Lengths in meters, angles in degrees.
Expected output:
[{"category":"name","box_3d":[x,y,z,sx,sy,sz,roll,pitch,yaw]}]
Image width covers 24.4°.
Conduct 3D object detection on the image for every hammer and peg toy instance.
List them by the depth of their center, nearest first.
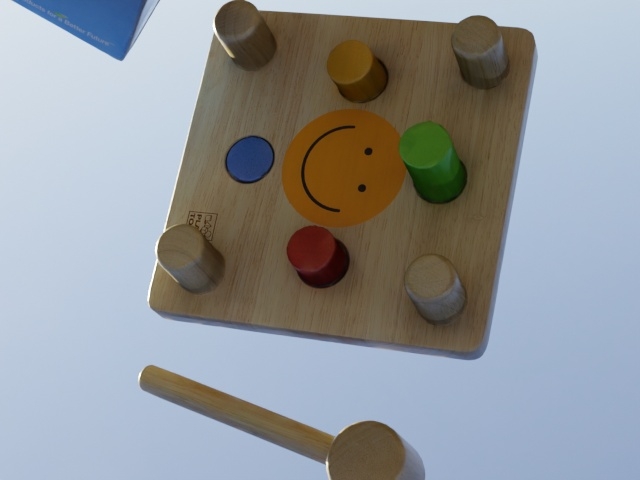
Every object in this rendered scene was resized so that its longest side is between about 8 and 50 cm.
[{"category":"hammer and peg toy","box_3d":[0.000,0.000,1.074,0.266,0.361,0.127,7,162,18]}]

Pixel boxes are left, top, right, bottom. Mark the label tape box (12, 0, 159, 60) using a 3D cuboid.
[{"category":"label tape box","box_3d":[-0.179,-0.292,0.947,0.240,0.334,0.106,29,-121,-3]}]
